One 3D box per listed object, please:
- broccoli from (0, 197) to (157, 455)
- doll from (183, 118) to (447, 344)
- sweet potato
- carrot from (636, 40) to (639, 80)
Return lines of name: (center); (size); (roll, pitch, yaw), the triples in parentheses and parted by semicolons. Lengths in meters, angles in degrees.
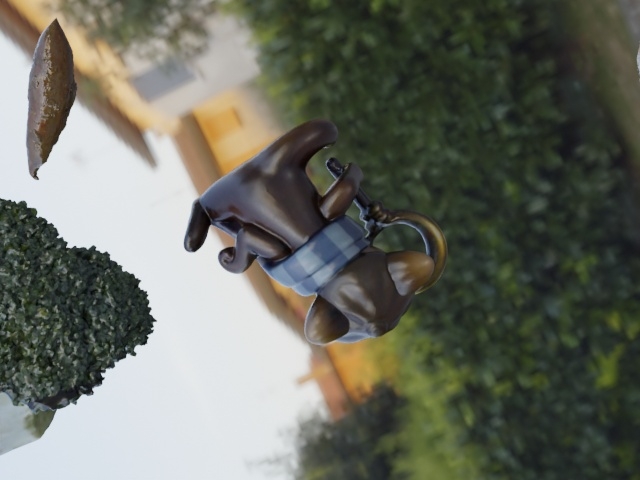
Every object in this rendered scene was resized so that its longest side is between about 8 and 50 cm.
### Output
broccoli: (-0.291, 0.108, 1.365); (0.221, 0.252, 0.361); (35, 175, 7)
doll: (-0.001, 0.001, 2.014); (0.340, 0.318, 0.209); (47, 167, 12)
sweet potato: (-0.335, -0.172, 1.720); (0.068, 0.206, 0.060); (2, -161, -46)
carrot: (0.491, -0.228, 1.531); (0.224, 0.224, 0.340); (64, 168, -1)
